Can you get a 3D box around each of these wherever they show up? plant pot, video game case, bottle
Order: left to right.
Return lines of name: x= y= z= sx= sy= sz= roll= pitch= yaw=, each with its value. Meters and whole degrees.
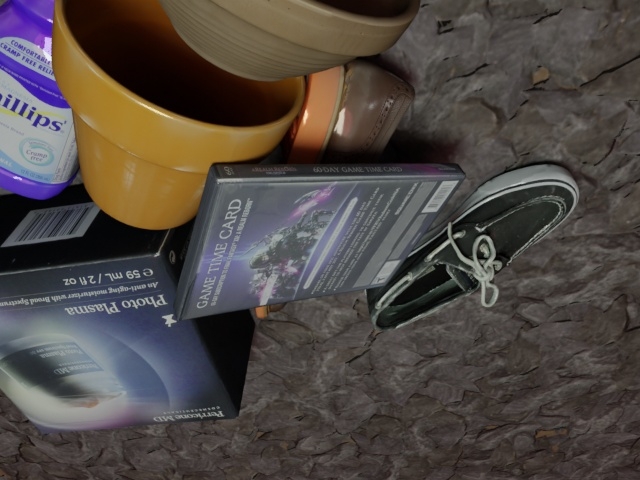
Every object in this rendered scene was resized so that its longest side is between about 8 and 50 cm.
bottle: x=-0.278 y=-0.174 z=0.504 sx=0.118 sy=0.092 sz=0.283 roll=28 pitch=123 yaw=-17
plant pot: x=-0.146 y=-0.114 z=0.469 sx=0.205 sy=0.205 sz=0.188 roll=25 pitch=136 yaw=-16
plant pot: x=-0.048 y=-0.207 z=0.393 sx=0.237 sy=0.238 sz=0.110 roll=24 pitch=136 yaw=-15
video game case: x=0.000 y=0.000 z=0.513 sx=0.274 sy=0.026 sz=0.196 roll=-5 pitch=142 yaw=-31

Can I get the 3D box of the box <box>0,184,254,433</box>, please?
box: x=-0.270 y=0.093 z=0.652 sx=0.295 sy=0.183 sz=0.294 roll=-7 pitch=128 yaw=8

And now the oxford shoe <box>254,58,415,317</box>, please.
oxford shoe: x=-0.003 y=-0.033 z=0.586 sx=0.132 sy=0.130 sz=0.364 roll=7 pitch=132 yaw=-18

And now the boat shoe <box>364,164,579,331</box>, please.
boat shoe: x=0.185 y=0.021 z=0.629 sx=0.306 sy=0.105 sz=0.113 roll=-29 pitch=121 yaw=21
